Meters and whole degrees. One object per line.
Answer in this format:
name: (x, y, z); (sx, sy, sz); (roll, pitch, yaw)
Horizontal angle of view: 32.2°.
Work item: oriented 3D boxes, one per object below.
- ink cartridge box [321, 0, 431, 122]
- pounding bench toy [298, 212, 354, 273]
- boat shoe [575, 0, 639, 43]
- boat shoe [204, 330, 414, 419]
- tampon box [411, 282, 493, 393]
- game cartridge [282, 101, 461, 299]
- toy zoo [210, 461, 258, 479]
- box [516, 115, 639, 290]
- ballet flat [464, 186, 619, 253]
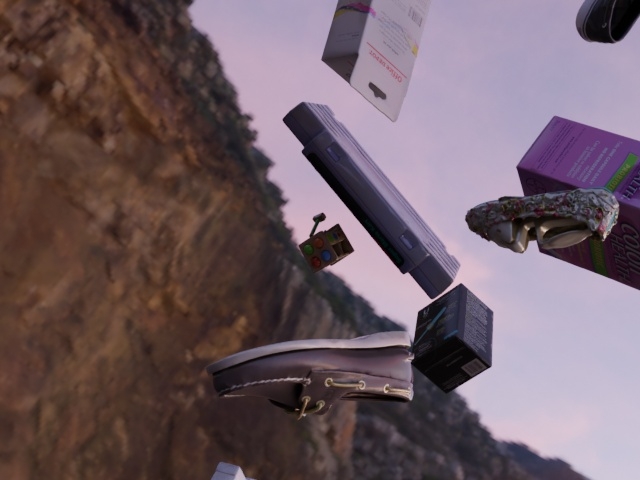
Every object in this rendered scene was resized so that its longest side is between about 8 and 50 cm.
ink cartridge box: (0.071, -0.264, 1.459); (0.067, 0.198, 0.115); (-1, -24, 41)
pounding bench toy: (0.000, 0.000, 1.742); (0.052, 0.065, 0.083); (-33, -96, 33)
boat shoe: (0.432, -0.360, 1.479); (0.080, 0.228, 0.076); (36, 2, -36)
boat shoe: (-0.002, 0.181, 1.452); (0.116, 0.324, 0.097); (-22, -105, 47)
tampon box: (0.257, 0.188, 2.137); (0.101, 0.161, 0.120); (42, -57, -19)
game cartridge: (0.084, -0.067, 1.739); (0.355, 0.068, 0.230); (50, 15, 3)
toy zoo: (-0.135, 0.407, 1.339); (0.030, 0.293, 0.192); (9, -47, 20)
box: (0.441, -0.046, 1.658); (0.243, 0.117, 0.213); (23, -26, 35)
ballet flat: (0.300, -0.023, 1.549); (0.241, 0.077, 0.091); (-11, -37, 41)
